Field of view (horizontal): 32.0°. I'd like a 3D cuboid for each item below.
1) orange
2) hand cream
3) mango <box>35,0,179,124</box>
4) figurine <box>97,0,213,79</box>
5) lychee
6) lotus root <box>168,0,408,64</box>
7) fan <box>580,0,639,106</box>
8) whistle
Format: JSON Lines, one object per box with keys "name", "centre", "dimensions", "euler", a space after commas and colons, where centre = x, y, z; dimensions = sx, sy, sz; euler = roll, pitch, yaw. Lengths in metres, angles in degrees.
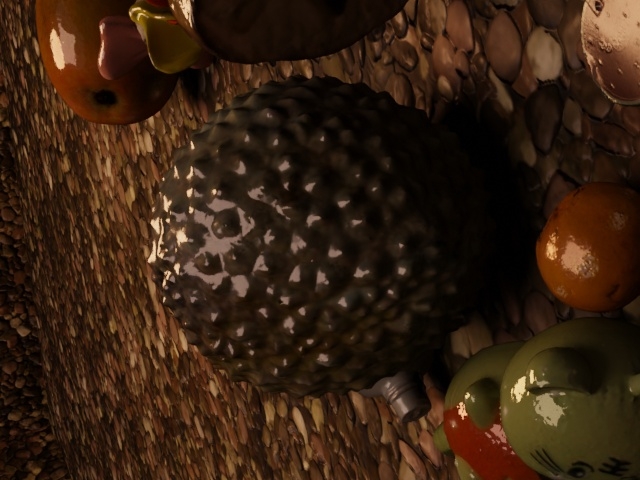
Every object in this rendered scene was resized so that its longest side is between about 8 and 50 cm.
{"name": "orange", "centre": [0.171, 0.004, 0.688], "dimensions": [0.070, 0.083, 0.083], "euler": [33, 157, -9]}
{"name": "hand cream", "centre": [0.020, 0.020, 1.053], "dimensions": [0.124, 0.077, 0.341], "euler": [38, -157, -57]}
{"name": "mango", "centre": [-0.272, -0.303, 1.433], "dimensions": [0.211, 0.173, 0.317], "euler": [35, -134, -71]}
{"name": "figurine", "centre": [-0.155, -0.323, 1.176], "dimensions": [0.421, 0.154, 0.193], "euler": [101, 152, -42]}
{"name": "lychee", "centre": [0.000, 0.000, 0.869], "dimensions": [0.274, 0.255, 0.255], "euler": [15, 117, 48]}
{"name": "lotus root", "centre": [0.001, -0.234, 0.836], "dimensions": [0.170, 0.260, 0.074], "euler": [52, 172, -30]}
{"name": "fan", "centre": [0.175, -0.142, 0.691], "dimensions": [0.133, 0.005, 0.085], "euler": [62, 154, 29]}
{"name": "whistle", "centre": [0.149, 0.121, 0.746], "dimensions": [0.288, 0.131, 0.106], "euler": [135, 144, -64]}
